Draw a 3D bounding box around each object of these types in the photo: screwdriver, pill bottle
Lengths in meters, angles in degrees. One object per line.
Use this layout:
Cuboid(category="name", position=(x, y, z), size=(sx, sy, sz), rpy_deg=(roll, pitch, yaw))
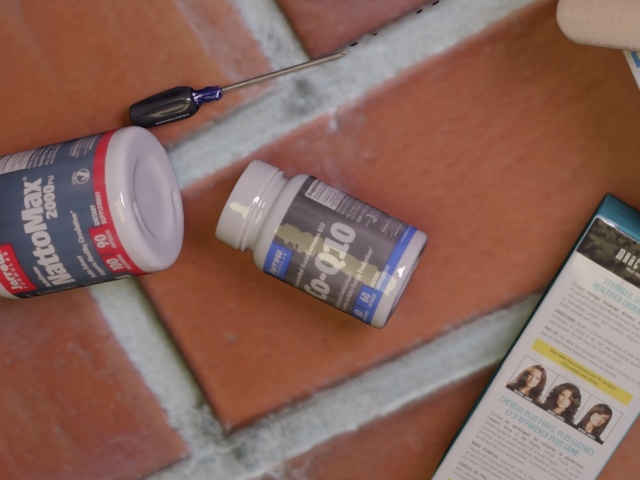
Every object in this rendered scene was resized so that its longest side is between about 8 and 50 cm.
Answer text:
Cuboid(category="screwdriver", position=(-0.058, -0.109, 1.337), size=(0.170, 0.024, 0.025), rpy_deg=(-12, 133, 12))
Cuboid(category="pill bottle", position=(0.000, 0.000, 1.322), size=(0.137, 0.078, 0.078), rpy_deg=(26, 112, 6))
Cuboid(category="pill bottle", position=(-0.201, -0.014, 1.356), size=(0.180, 0.108, 0.108), rpy_deg=(-12, 104, 19))

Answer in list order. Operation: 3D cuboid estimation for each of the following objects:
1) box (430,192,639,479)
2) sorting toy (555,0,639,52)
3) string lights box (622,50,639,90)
Cuboid(category="box", position=(0.180, 0.096, 1.313), size=(0.100, 0.060, 0.244), rpy_deg=(31, 113, 3))
Cuboid(category="sorting toy", position=(0.267, -0.185, 1.115), size=(0.193, 0.208, 0.038), rpy_deg=(13, 149, 37))
Cuboid(category="string lights box", position=(0.285, -0.038, 1.202), size=(0.076, 0.133, 0.260), rpy_deg=(-22, 100, 21))
